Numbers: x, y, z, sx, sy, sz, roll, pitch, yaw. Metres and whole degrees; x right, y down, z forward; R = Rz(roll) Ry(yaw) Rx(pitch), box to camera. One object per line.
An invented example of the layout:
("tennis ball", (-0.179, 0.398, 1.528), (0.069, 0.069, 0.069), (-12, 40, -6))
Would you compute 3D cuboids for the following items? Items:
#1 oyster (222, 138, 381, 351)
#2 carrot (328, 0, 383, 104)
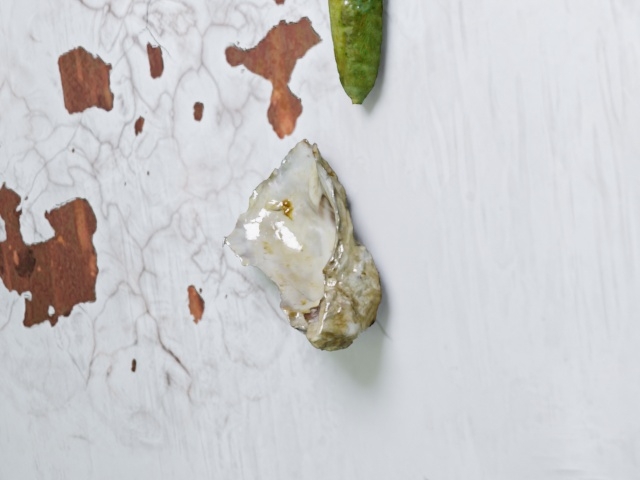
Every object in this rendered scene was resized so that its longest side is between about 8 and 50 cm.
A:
("oyster", (-0.005, 0.015, 1.292), (0.161, 0.107, 0.233), (-46, 52, 37))
("carrot", (0.032, -0.318, 1.222), (0.074, 0.074, 0.359), (7, 103, 35))
